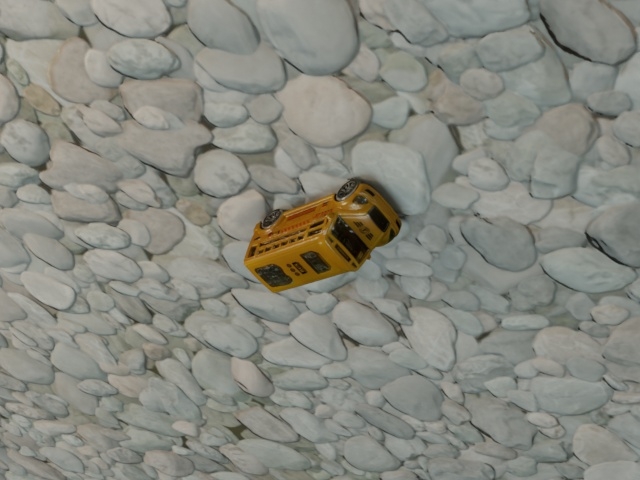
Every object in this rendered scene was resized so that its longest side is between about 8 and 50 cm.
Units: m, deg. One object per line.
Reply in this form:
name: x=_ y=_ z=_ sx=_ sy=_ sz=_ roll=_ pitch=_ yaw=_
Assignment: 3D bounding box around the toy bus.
toy bus: x=0.000 y=0.000 z=0.939 sx=0.162 sy=0.074 sz=0.069 roll=-18 pitch=125 yaw=40
